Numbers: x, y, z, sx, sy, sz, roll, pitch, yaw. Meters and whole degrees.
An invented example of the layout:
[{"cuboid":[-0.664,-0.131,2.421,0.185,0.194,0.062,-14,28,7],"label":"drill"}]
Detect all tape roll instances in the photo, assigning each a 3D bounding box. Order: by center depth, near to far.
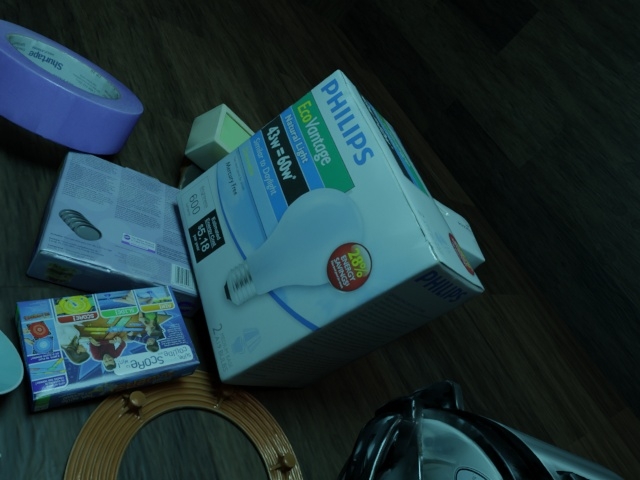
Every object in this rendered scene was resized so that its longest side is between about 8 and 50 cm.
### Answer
[{"cuboid":[-0.455,-0.263,0.858,0.274,0.090,0.275,33,16,-11],"label":"tape roll"}]

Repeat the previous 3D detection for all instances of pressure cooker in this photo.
[{"cuboid":[0.189,0.410,0.590,0.420,0.376,0.370,28,5,-24],"label":"pressure cooker"}]

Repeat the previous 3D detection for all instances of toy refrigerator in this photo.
[{"cuboid":[-0.150,-0.156,1.060,0.269,0.094,0.102,42,43,-43],"label":"toy refrigerator"}]

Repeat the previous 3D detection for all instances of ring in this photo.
[{"cuboid":[-0.147,0.312,0.633,0.336,0.032,0.337,30,33,-22],"label":"ring"}]

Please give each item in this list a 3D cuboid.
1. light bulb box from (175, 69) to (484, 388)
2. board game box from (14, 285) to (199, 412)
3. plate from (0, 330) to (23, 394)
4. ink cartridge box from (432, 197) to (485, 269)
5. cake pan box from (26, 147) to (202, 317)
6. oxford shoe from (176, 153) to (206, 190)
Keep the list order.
[{"cuboid":[0.000,0.000,0.808,0.225,0.361,0.358,27,36,-55],"label":"light bulb box"},{"cuboid":[-0.278,0.132,0.656,0.201,0.035,0.136,-3,50,-39],"label":"board game box"},{"cuboid":[-0.403,0.105,0.518,0.188,0.024,0.188,40,-5,4],"label":"plate"},{"cuboid":[0.142,0.053,1.033,0.223,0.307,0.129,26,33,-27],"label":"ink cartridge box"},{"cuboid":[-0.307,-0.014,0.817,0.266,0.070,0.246,21,39,-34],"label":"cake pan box"},{"cuboid":[-0.263,-0.136,1.034,0.076,0.075,0.212,52,35,-38],"label":"oxford shoe"}]
